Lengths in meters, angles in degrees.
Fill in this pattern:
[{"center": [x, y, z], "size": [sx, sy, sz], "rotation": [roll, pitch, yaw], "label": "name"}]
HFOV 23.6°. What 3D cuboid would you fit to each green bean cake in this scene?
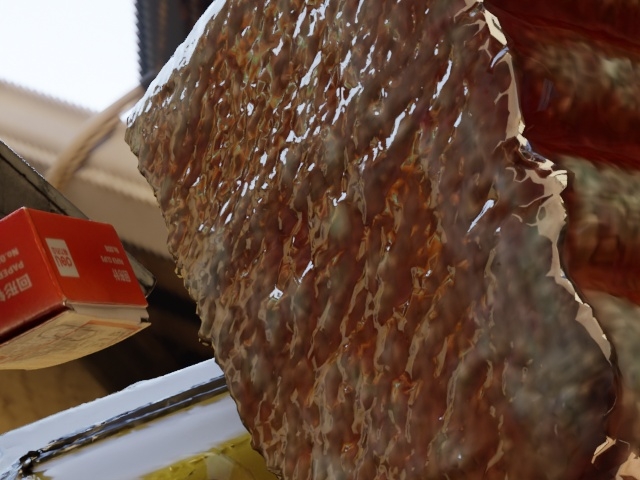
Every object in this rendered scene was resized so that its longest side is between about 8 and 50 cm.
[{"center": [0.032, 0.007, 0.449], "size": [0.198, 0.097, 0.233], "rotation": [-48, -135, 40], "label": "green bean cake"}]

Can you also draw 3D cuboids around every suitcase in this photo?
[{"center": [-0.071, 0.166, 0.747], "size": [0.143, 0.235, 0.194], "rotation": [16, -61, 55], "label": "suitcase"}]

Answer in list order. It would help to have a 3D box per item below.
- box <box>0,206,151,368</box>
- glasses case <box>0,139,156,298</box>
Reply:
[{"center": [-0.237, 0.048, 1.254], "size": [0.133, 0.182, 0.099], "rotation": [-25, -100, 10], "label": "box"}, {"center": [-0.285, -0.037, 1.370], "size": [0.299, 0.060, 0.114], "rotation": [43, -42, -16], "label": "glasses case"}]
